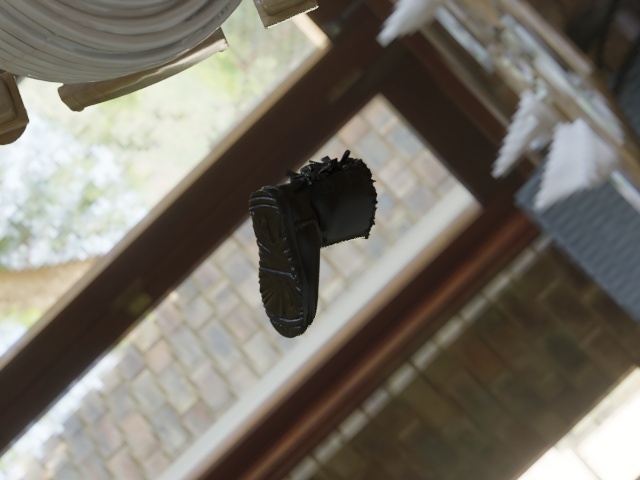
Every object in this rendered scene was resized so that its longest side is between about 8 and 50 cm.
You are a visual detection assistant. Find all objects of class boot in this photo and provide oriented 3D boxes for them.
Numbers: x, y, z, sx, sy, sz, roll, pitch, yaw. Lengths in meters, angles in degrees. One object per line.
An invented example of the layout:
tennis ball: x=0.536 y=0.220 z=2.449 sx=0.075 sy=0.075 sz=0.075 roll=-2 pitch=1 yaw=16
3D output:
boot: x=0.000 y=0.000 z=1.227 sx=0.045 sy=0.099 sz=0.121 roll=4 pitch=109 yaw=44

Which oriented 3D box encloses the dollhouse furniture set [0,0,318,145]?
dollhouse furniture set: x=-0.217 y=-0.245 z=1.400 sx=0.174 sy=0.356 sz=0.303 roll=69 pitch=180 yaw=-81

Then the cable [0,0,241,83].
cable: x=-0.135 y=-0.211 z=0.879 sx=0.257 sy=0.257 sz=0.089 roll=29 pitch=156 yaw=-37
